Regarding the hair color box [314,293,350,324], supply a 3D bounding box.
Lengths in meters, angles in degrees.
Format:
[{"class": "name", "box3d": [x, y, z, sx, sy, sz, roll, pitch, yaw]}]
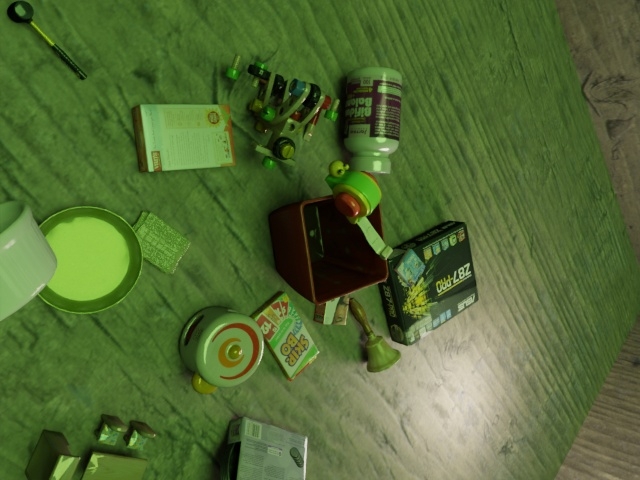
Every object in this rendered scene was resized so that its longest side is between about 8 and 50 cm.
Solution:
[{"class": "hair color box", "box3d": [0.041, 0.173, 1.640, 0.093, 0.053, 0.167, 8, 90, -39]}]

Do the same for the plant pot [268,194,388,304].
[{"class": "plant pot", "box3d": [0.000, 0.000, 1.477, 0.267, 0.236, 0.267, -16, 104, -36]}]

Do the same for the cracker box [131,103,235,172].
[{"class": "cracker box", "box3d": [-0.331, -0.252, 1.305, 0.232, 0.067, 0.155, -10, 100, -37]}]

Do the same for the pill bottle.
[{"class": "pill bottle", "box3d": [0.156, -0.354, 1.605, 0.169, 0.169, 0.301, 0, 94, -37]}]

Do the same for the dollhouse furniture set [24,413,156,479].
[{"class": "dollhouse furniture set", "box3d": [-0.502, 0.519, 1.187, 0.242, 0.161, 0.212, 28, 77, -36]}]

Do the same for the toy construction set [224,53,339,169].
[{"class": "toy construction set", "box3d": [-0.092, -0.311, 1.427, 0.309, 0.257, 0.237, 2, 112, -60]}]

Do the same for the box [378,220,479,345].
[{"class": "box", "box3d": [0.382, 0.141, 1.870, 0.395, 0.097, 0.318, -23, 109, -32]}]

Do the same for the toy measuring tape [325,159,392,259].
[{"class": "toy measuring tape", "box3d": [0.124, -0.071, 1.345, 0.121, 0.121, 0.330, -50, 121, -23]}]

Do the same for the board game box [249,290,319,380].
[{"class": "board game box", "box3d": [-0.097, 0.287, 1.559, 0.124, 0.039, 0.259, -40, 119, -27]}]

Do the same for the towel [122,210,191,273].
[{"class": "towel", "box3d": [-0.399, 0.006, 1.303, 0.148, 0.027, 0.110, 39, 71, -32]}]

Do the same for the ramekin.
[{"class": "ramekin", "box3d": [-0.635, 0.055, 0.979, 0.277, 0.277, 0.135, -39, 123, -28]}]

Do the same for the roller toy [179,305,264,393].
[{"class": "roller toy", "box3d": [-0.252, 0.273, 1.365, 0.209, 0.146, 0.191, -18, 104, -34]}]

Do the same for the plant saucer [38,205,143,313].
[{"class": "plant saucer", "box3d": [-0.525, 0.043, 1.190, 0.241, 0.037, 0.241, -3, 97, -30]}]

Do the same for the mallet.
[{"class": "mallet", "box3d": [-0.565, -0.417, 1.113, 0.189, 0.062, 0.039, 47, 68, -31]}]

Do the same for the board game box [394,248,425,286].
[{"class": "board game box", "box3d": [0.292, 0.089, 1.732, 0.090, 0.020, 0.090, 47, 69, -27]}]

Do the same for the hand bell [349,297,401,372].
[{"class": "hand bell", "box3d": [0.155, 0.292, 1.726, 0.126, 0.126, 0.242, -32, 100, -31]}]

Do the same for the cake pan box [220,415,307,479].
[{"class": "cake pan box", "box3d": [-0.152, 0.639, 1.460, 0.267, 0.070, 0.246, 32, 43, -36]}]
